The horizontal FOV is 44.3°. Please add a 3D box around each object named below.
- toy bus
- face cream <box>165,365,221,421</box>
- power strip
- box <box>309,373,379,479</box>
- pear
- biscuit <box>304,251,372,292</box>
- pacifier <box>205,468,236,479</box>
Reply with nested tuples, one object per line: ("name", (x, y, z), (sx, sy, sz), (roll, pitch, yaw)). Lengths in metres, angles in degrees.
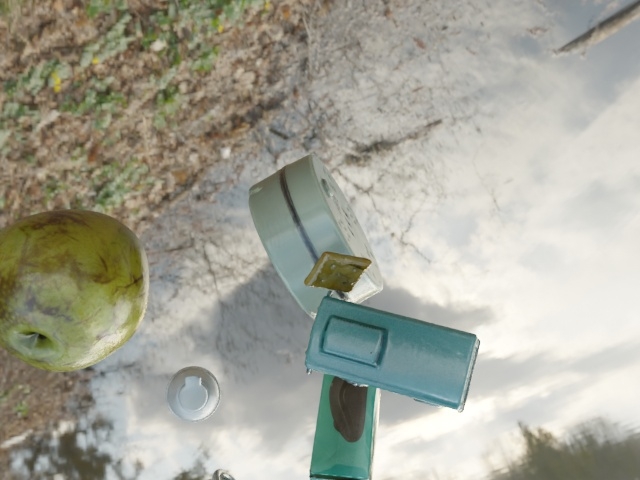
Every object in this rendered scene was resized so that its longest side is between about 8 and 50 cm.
("toy bus", (0.103, 0.168, 1.186), (0.256, 0.128, 0.147), (14, 170, 14))
("face cream", (-0.331, 0.398, 2.033), (0.145, 0.145, 0.370), (-12, 173, -9))
("power strip", (0.000, 0.000, 1.700), (0.161, 0.358, 0.357), (-28, 149, 10))
("box", (0.057, 0.387, 1.602), (0.118, 0.311, 0.205), (3, 138, 9))
("pear", (-0.419, 0.074, 1.300), (0.283, 0.284, 0.284), (-12, 150, -7))
("biscuit", (0.026, 0.049, 1.190), (0.083, 0.018, 0.081), (11, 137, -24))
("pacifier", (-0.235, 0.702, 1.844), (0.233, 0.244, 0.299), (-45, 178, -3))
